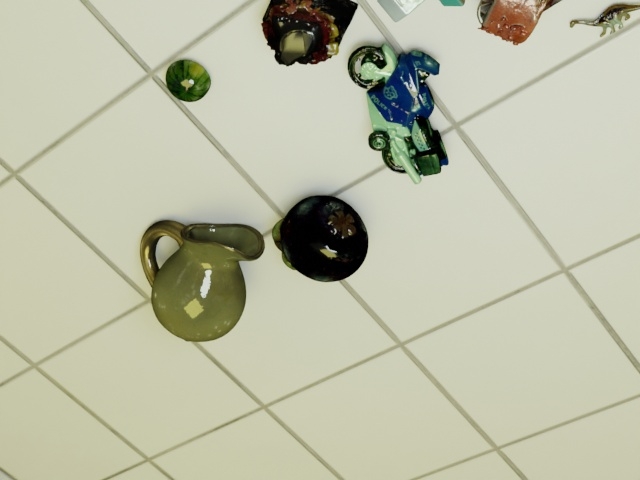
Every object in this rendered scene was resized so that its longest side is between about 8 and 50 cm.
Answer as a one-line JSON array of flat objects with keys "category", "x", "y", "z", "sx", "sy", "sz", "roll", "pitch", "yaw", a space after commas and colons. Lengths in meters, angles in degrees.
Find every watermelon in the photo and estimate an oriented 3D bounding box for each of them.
[{"category": "watermelon", "x": -0.303, "y": -0.354, "z": 2.051, "sx": 0.105, "sy": 0.062, "sz": 0.105, "roll": 5, "pitch": 133, "yaw": 6}]

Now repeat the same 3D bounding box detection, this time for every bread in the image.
[{"category": "bread", "x": 0.395, "y": -0.486, "z": 1.746, "sx": 0.142, "sy": 0.212, "sz": 0.224, "roll": 21, "pitch": 127, "yaw": -2}]

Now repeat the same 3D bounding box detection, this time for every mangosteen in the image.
[{"category": "mangosteen", "x": 0.000, "y": 0.000, "z": 2.191, "sx": 0.243, "sy": 0.243, "sz": 0.243, "roll": 4, "pitch": 128, "yaw": 6}]

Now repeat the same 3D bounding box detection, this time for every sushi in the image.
[{"category": "sushi", "x": -0.038, "y": -0.435, "z": 1.890, "sx": 0.172, "sy": 0.150, "sz": 0.153, "roll": 23, "pitch": 127, "yaw": -9}]

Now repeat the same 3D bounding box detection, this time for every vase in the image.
[{"category": "vase", "x": -0.328, "y": 0.070, "z": 2.307, "sx": 0.329, "sy": 0.241, "sz": 0.302, "roll": 29, "pitch": 118, "yaw": 19}]

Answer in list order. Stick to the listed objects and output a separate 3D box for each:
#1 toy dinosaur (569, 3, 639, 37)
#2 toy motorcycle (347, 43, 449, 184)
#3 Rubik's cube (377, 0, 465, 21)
[{"category": "toy dinosaur", "x": 0.602, "y": -0.451, "z": 1.849, "sx": 0.180, "sy": 0.037, "sz": 0.058, "roll": -19, "pitch": 127, "yaw": 23}, {"category": "toy motorcycle", "x": 0.190, "y": -0.289, "z": 1.991, "sx": 0.196, "sy": 0.125, "sz": 0.331, "roll": -13, "pitch": 120, "yaw": 20}, {"category": "Rubik's cube", "x": 0.176, "y": -0.545, "z": 1.735, "sx": 0.213, "sy": 0.224, "sz": 0.265, "roll": -40, "pitch": 111, "yaw": 15}]
